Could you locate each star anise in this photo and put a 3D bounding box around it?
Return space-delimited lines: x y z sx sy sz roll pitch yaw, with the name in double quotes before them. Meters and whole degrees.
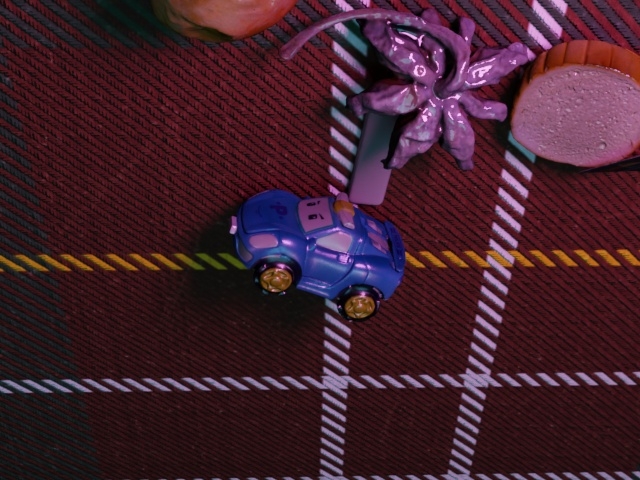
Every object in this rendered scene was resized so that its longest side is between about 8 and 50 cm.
"star anise" 0.154 -0.228 1.563 0.359 0.139 0.316 -23 107 1

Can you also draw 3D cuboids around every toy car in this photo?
"toy car" 0.000 0.000 1.761 0.314 0.198 0.166 19 122 -19

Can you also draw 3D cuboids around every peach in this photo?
"peach" -0.142 -0.376 1.403 0.235 0.214 0.214 -16 135 37

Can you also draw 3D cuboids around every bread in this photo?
"bread" 0.414 -0.212 1.611 0.236 0.070 0.236 12 142 9

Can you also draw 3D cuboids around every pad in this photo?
"pad" 0.539 -0.128 1.677 0.211 0.003 0.143 -4 173 -38

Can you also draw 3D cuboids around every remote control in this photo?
"remote control" 0.097 -0.160 1.724 0.067 0.029 0.261 5 135 -7

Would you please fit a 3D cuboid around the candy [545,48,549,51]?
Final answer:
"candy" 0.505 -0.233 1.648 0.335 0.092 0.093 23 166 -13
